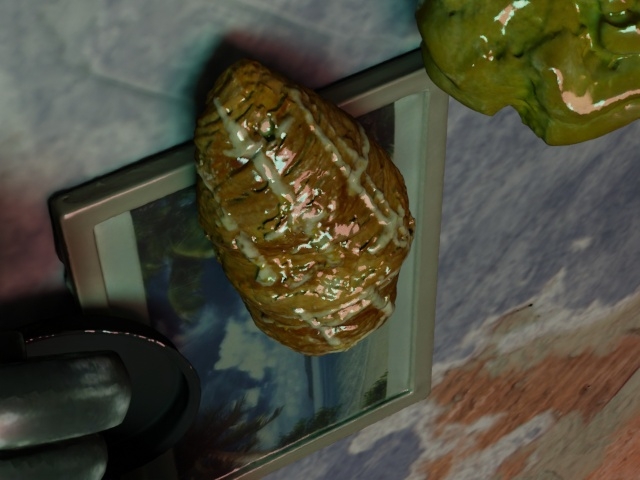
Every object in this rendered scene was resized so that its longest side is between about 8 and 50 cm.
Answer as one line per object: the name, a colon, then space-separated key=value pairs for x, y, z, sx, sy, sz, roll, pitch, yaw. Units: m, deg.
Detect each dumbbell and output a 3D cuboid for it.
dumbbell: x=-0.161 y=0.209 z=0.585 sx=0.179 sy=0.406 sz=0.179 roll=-4 pitch=177 yaw=0

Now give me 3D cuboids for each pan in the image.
pan: x=-0.151 y=0.060 z=0.710 sx=0.136 sy=0.028 sz=0.235 roll=-25 pitch=142 yaw=9

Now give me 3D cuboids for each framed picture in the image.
framed picture: x=-0.030 y=0.044 z=0.820 sx=0.232 sy=0.024 sz=0.315 roll=-24 pitch=143 yaw=-18

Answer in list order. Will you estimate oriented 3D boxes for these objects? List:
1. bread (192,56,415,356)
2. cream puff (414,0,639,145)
bread: x=0.000 y=0.000 z=0.716 sx=0.105 sy=0.076 sz=0.233 roll=-30 pitch=145 yaw=-8
cream puff: x=0.128 y=-0.113 z=0.678 sx=0.121 sy=0.156 sz=0.156 roll=-59 pitch=153 yaw=-24
